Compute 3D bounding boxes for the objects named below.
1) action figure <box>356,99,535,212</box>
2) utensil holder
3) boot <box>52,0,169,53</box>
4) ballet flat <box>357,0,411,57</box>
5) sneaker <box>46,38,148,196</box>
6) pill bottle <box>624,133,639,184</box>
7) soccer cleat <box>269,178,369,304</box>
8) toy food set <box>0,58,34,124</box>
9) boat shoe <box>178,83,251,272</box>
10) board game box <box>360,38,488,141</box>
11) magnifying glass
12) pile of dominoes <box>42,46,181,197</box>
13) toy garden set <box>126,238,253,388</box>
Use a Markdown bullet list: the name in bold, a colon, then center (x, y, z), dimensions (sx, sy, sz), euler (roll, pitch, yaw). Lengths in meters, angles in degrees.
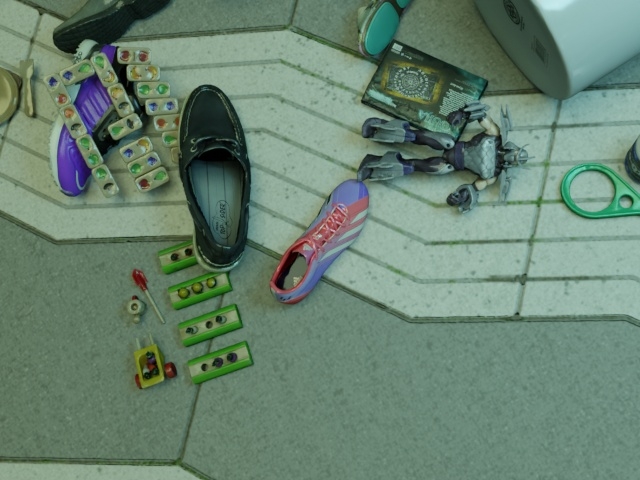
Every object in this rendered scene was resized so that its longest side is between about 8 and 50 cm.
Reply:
- **action figure**: center (0.209, -0.140, 1.343), dimensions (0.284, 0.099, 0.185), euler (5, 104, 20)
- **utensil holder**: center (0.452, -0.452, 1.257), dimensions (0.385, 0.327, 0.328), euler (-34, 76, 4)
- **boot**: center (-0.414, -0.469, 1.545), dimensions (0.246, 0.083, 0.161), euler (-30, 69, -3)
- **ballet flat**: center (0.113, -0.418, 1.441), dimensions (0.079, 0.077, 0.222), euler (22, 75, 38)
- **sneaker**: center (-0.391, -0.217, 1.472), dimensions (0.146, 0.102, 0.294), euler (11, 83, 6)
- **pill bottle**: center (0.528, -0.138, 1.275), dimensions (0.078, 0.137, 0.078), euler (-2, 79, 10)
- **soccer cleat**: center (0.000, 0.000, 1.363), dimensions (0.083, 0.095, 0.248), euler (35, 87, 14)
- **toy food set**: center (-0.636, -0.280, 1.564), dimensions (0.192, 0.038, 0.133), euler (-4, 86, 4)
- **boat shoe**: center (-0.179, -0.122, 1.390), dimensions (0.127, 0.113, 0.340), euler (2, 76, -13)
- **board game box**: center (0.180, -0.258, 1.417), dimensions (0.186, 0.026, 0.126), euler (28, 85, 14)
- **magnifying glass**: center (0.506, -0.059, 1.325), dimensions (0.231, 0.026, 0.092), euler (21, 83, 15)
- **pile of dominoes**: center (-0.338, -0.210, 1.421), dimensions (0.196, 0.040, 0.251), euler (-28, 102, -10)
- **toy garden set**: center (-0.248, 0.128, 1.406), dimensions (0.203, 0.049, 0.244), euler (-20, 77, 6)
